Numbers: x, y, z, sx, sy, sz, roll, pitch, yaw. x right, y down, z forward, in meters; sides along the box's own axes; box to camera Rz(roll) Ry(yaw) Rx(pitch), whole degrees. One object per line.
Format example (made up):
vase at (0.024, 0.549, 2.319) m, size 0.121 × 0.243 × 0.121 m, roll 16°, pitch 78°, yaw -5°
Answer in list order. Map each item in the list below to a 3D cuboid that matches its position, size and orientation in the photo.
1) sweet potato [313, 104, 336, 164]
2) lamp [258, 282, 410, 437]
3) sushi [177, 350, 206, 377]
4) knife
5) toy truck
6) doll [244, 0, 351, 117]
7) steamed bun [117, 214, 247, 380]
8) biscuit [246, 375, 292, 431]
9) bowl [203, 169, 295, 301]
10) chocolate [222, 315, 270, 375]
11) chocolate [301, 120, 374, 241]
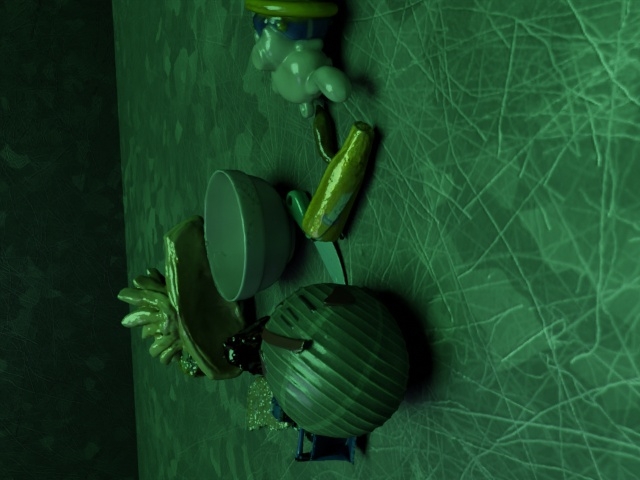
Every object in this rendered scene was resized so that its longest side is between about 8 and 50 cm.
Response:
sweet potato at (0.010, -0.186, 0.892) m, size 0.041 × 0.038 × 0.153 m, roll -39°, pitch 64°, yaw 48°
lamp at (0.022, 0.175, 0.753) m, size 0.265 × 0.232 × 0.234 m, roll -173°, pitch 80°, yaw -71°
sushi at (-0.396, 0.306, 1.494) m, size 0.274 × 0.139 × 0.185 m, roll 21°, pitch 110°, yaw 48°
knife at (0.000, -0.001, 0.943) m, size 0.261 × 0.034 × 0.063 m, roll 59°, pitch 138°, yaw 27°
toy truck at (-0.016, 0.328, 0.914) m, size 0.208 × 0.126 × 0.113 m, roll 27°, pitch 116°, yaw 53°
doll at (-0.046, -0.344, 0.835) m, size 0.311 × 0.159 × 0.243 m, roll 50°, pitch 132°, yaw 49°
steamed bun at (-0.344, 0.177, 1.206) m, size 0.189 × 0.247 × 0.429 m, roll -5°, pitch 111°, yaw 43°
biscuit at (-0.143, 0.413, 1.212) m, size 0.250 × 0.032 × 0.134 m, roll -35°, pitch 64°, yaw 55°
bowl at (-0.153, -0.015, 1.062) m, size 0.287 × 0.143 × 0.288 m, roll 16°, pitch 109°, yaw 59°
chocolate at (-0.173, 0.260, 1.150) m, size 0.156 × 0.133 × 0.156 m, roll 4°, pitch 95°, yaw 57°
chocolate at (0.033, -0.101, 0.831) m, size 0.086 × 0.085 × 0.220 m, roll 53°, pitch 134°, yaw 40°
